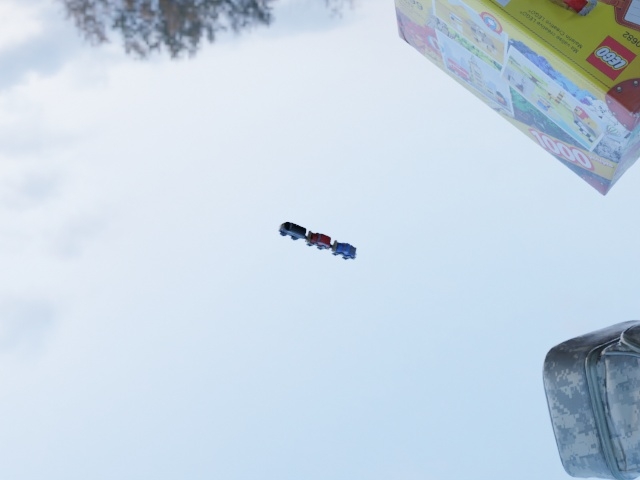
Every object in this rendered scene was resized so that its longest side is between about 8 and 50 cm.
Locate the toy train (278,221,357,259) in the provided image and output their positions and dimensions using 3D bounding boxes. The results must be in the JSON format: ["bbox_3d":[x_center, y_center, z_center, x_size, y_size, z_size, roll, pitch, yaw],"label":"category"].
[{"bbox_3d":[0.000,0.000,1.744,0.158,0.036,0.027,21,-117,-23],"label":"toy train"}]

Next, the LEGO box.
[{"bbox_3d":[0.365,-0.349,1.659,0.500,0.372,0.193,41,-96,17],"label":"LEGO box"}]

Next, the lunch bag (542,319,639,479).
[{"bbox_3d":[0.513,0.215,1.416,0.305,0.212,0.256,-9,178,-39],"label":"lunch bag"}]
